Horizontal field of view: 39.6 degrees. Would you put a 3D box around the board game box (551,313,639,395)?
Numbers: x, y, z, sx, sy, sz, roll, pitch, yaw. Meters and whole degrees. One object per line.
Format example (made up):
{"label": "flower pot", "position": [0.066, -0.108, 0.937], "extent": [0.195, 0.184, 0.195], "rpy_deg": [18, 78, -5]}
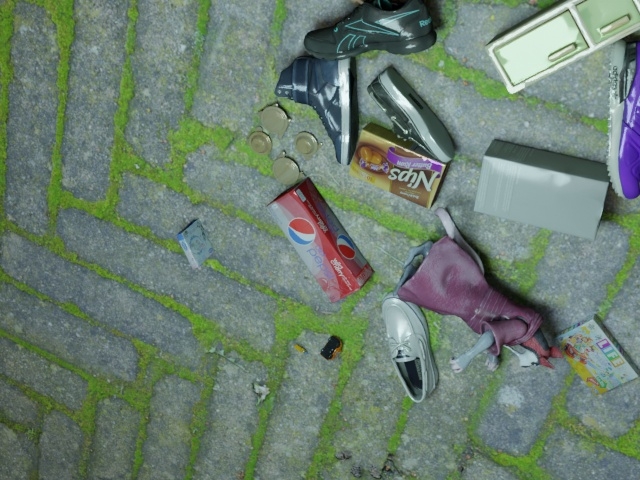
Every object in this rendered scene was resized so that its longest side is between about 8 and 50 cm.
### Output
{"label": "board game box", "position": [0.566, 0.237, 1.831], "extent": [0.103, 0.026, 0.154], "rpy_deg": [-37, 96, 34]}

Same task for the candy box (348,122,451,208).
{"label": "candy box", "position": [0.161, -0.151, 1.809], "extent": [0.187, 0.053, 0.109], "rpy_deg": [26, 123, 13]}

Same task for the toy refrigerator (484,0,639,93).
{"label": "toy refrigerator", "position": [0.432, -0.366, 1.549], "extent": [0.269, 0.094, 0.102], "rpy_deg": [-25, 102, 32]}

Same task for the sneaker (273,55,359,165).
{"label": "sneaker", "position": [-0.008, -0.264, 1.801], "extent": [0.163, 0.086, 0.226], "rpy_deg": [1, 106, 13]}

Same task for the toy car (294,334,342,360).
{"label": "toy car", "position": [0.001, 0.250, 2.108], "extent": [0.122, 0.060, 0.040], "rpy_deg": [11, 165, 38]}

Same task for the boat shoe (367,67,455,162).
{"label": "boat shoe", "position": [0.178, -0.235, 1.749], "extent": [0.070, 0.078, 0.219], "rpy_deg": [-39, 87, 34]}

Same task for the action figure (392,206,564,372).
{"label": "action figure", "position": [0.339, 0.133, 1.822], "extent": [0.370, 0.248, 0.275], "rpy_deg": [29, 97, 11]}

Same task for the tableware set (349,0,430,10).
{"label": "tableware set", "position": [0.117, -0.477, 1.672], "extent": [0.194, 0.039, 0.128], "rpy_deg": [33, 124, 7]}

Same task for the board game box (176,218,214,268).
{"label": "board game box", "position": [-0.291, 0.007, 2.076], "extent": [0.020, 0.090, 0.090], "rpy_deg": [-17, 106, 26]}

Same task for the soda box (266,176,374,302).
{"label": "soda box", "position": [0.000, 0.000, 1.942], "extent": [0.092, 0.083, 0.263], "rpy_deg": [-29, 99, 33]}

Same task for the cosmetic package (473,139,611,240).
{"label": "cosmetic package", "position": [0.422, -0.098, 1.687], "extent": [0.238, 0.107, 0.127], "rpy_deg": [15, 120, 14]}

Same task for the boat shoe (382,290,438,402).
{"label": "boat shoe", "position": [0.196, 0.238, 1.969], "extent": [0.095, 0.084, 0.258], "rpy_deg": [-15, 108, 30]}

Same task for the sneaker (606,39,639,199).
{"label": "sneaker", "position": [0.581, -0.206, 1.555], "extent": [0.146, 0.102, 0.293], "rpy_deg": [3, 116, 23]}

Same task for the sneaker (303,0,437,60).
{"label": "sneaker", "position": [0.087, -0.406, 1.676], "extent": [0.267, 0.101, 0.106], "rpy_deg": [0, 124, 26]}

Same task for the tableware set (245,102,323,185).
{"label": "tableware set", "position": [-0.084, -0.206, 1.916], "extent": [0.169, 0.020, 0.141], "rpy_deg": [44, 126, -2]}
